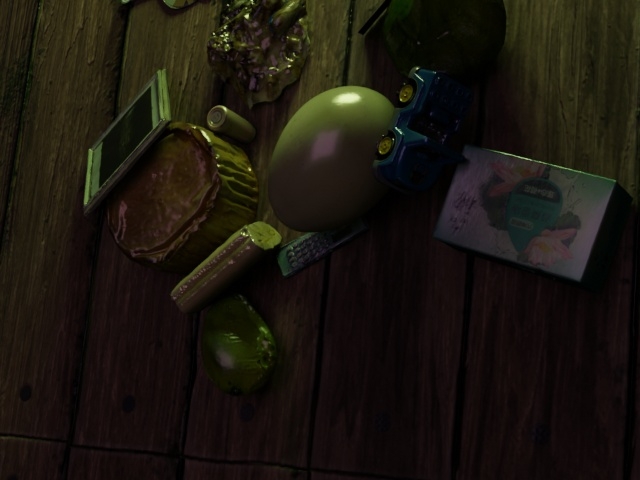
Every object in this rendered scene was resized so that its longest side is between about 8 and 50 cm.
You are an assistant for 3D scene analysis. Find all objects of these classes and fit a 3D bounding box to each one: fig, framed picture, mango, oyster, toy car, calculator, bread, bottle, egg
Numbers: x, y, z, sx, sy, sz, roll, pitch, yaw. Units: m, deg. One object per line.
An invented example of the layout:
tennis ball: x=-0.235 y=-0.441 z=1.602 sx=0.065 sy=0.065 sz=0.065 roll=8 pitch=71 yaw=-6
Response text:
fig: x=0.167 y=-0.340 z=1.665 sx=0.203 sy=0.235 sz=0.203 roll=-6 pitch=76 yaw=25
framed picture: x=-0.346 y=-0.182 z=1.959 sx=0.231 sy=0.018 sz=0.293 roll=-47 pitch=24 yaw=12
mango: x=-0.135 y=0.170 z=1.795 sx=0.119 sy=0.100 sz=0.178 roll=-9 pitch=59 yaw=-9
oyster: x=-0.107 y=-0.355 z=1.927 sx=0.214 sy=0.083 sz=0.223 roll=-40 pitch=67 yaw=19
toy car: x=0.160 y=-0.158 z=1.616 sx=0.100 sy=0.097 sz=0.191 roll=24 pitch=92 yaw=54
calculator: x=0.000 y=0.000 z=1.804 sx=0.172 sy=0.018 sz=0.057 roll=-30 pitch=65 yaw=20
bread: x=-0.235 y=-0.071 z=1.891 sx=0.253 sy=0.142 sz=0.227 roll=-38 pitch=60 yaw=14
bottle: x=-0.151 y=-0.196 z=1.896 sx=0.045 sy=0.096 sz=0.045 roll=-9 pitch=72 yaw=29
egg: x=0.022 y=-0.123 z=1.720 sx=0.253 sy=0.188 sz=0.188 roll=-49 pitch=59 yaw=13
bread: x=-0.155 y=0.043 z=1.816 sx=0.178 sy=0.139 sz=0.060 roll=-41 pitch=87 yaw=14

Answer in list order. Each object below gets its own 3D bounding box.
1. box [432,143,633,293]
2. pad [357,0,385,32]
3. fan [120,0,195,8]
box: x=0.302 y=-0.033 z=1.588 sx=0.245 sy=0.092 sz=0.153 roll=17 pitch=87 yaw=32
pad: x=0.133 y=-0.412 z=1.771 sx=0.003 sy=0.143 sz=0.211 roll=41 pitch=100 yaw=-2
fan: x=-0.290 y=-0.495 z=2.110 sx=0.227 sy=0.008 sz=0.152 roll=-18 pitch=70 yaw=25
